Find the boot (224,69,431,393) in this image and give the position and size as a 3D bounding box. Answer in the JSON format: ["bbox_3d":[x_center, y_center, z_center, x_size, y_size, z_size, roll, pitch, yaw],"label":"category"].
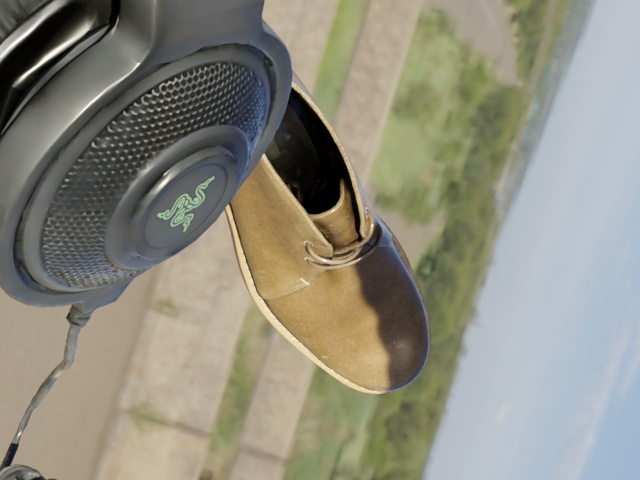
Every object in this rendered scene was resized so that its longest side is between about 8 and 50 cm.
[{"bbox_3d":[0.000,0.000,0.973,0.112,0.305,0.115,-34,-153,-9],"label":"boot"}]

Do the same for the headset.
[{"bbox_3d":[-0.141,-0.043,0.522,0.185,0.243,0.394,-26,123,-42],"label":"headset"}]
